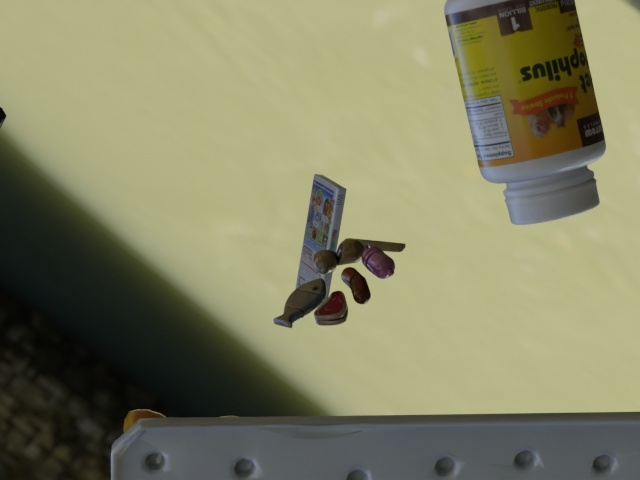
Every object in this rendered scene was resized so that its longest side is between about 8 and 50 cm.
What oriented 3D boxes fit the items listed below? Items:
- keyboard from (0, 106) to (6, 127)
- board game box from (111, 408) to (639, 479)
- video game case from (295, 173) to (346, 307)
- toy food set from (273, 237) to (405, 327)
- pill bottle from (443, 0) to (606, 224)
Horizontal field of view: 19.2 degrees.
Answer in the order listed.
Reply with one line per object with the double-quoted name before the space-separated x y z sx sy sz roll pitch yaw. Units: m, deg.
"keyboard" -0.384 -0.109 1.691 0.180 0.108 0.023 24 -161 -18
"board game box" 0.089 0.260 0.969 0.390 0.390 0.050 0 -161 -7
"video game case" 0.000 0.000 1.889 0.011 0.122 0.087 6 -171 -17
"toy food set" 0.019 0.029 1.517 0.078 0.122 0.019 5 127 27
"pill bottle" 0.189 -0.127 1.706 0.117 0.117 0.215 -3 102 58
